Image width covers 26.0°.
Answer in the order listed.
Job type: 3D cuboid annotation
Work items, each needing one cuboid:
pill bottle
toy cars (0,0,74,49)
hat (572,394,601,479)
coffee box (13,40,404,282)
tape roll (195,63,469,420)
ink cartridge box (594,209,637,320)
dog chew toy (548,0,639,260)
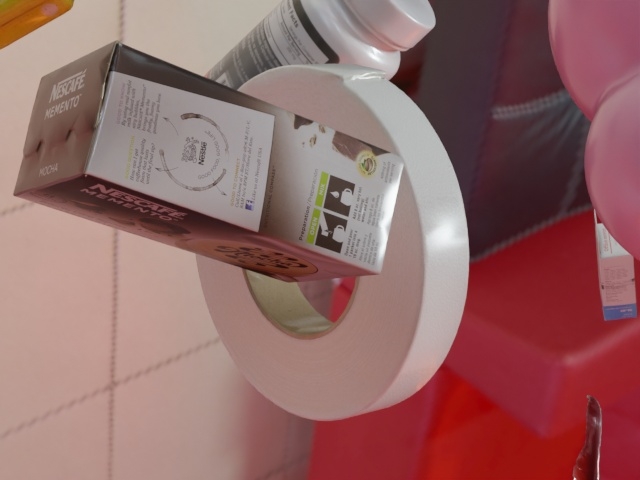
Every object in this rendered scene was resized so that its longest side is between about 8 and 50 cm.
[{"bbox_3d":[-0.005,-0.224,1.705,0.283,0.161,0.161,-40,151,25],"label":"pill bottle"},{"bbox_3d":[-0.274,-0.204,0.926,0.176,0.394,0.087,-58,143,-16],"label":"toy cars"},{"bbox_3d":[0.284,0.293,1.306,0.183,0.173,0.208,-28,116,-39],"label":"hat"},{"bbox_3d":[-0.099,-0.059,1.236,0.297,0.168,0.119,19,76,-31],"label":"coffee box"},{"bbox_3d":[0.000,0.000,1.510,0.072,0.392,0.392,-9,126,-40],"label":"tape roll"},{"bbox_3d":[0.242,0.018,1.139,0.028,0.048,0.083,-6,126,9],"label":"ink cartridge box"},{"bbox_3d":[0.205,-0.128,0.696,0.206,0.207,0.331,45,48,-54],"label":"dog chew toy"}]
